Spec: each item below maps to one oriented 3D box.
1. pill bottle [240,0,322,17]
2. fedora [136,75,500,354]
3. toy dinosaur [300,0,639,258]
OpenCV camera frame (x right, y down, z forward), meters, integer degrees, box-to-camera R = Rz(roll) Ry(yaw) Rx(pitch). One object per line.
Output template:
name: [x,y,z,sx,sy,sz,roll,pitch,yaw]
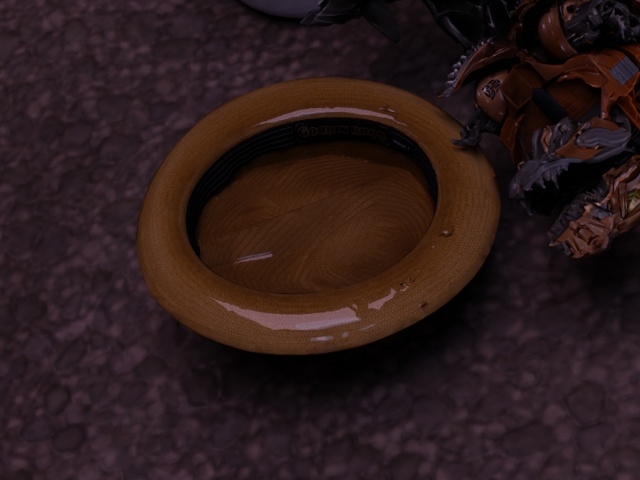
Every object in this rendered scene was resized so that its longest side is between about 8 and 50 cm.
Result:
pill bottle: [-0.028,-0.261,1.090,0.146,0.264,0.146,-8,56,11]
fedora: [0.000,0.000,1.019,0.194,0.079,0.194,-3,53,4]
toy dinosaur: [0.125,-0.124,1.033,0.164,0.218,0.322,-52,15,20]
